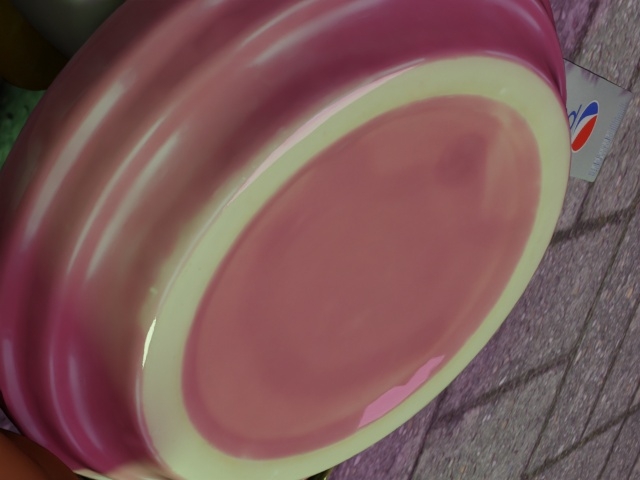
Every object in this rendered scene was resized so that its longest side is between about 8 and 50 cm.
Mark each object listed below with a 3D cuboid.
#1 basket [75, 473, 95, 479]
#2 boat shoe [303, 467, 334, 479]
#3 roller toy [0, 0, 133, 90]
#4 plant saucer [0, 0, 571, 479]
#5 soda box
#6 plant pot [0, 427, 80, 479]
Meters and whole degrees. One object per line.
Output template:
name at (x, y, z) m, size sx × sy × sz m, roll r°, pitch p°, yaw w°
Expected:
basket at (-0.110, 0.295, 0.919) m, size 0.223 × 0.213 × 0.299 m, roll -15°, pitch 133°, yaw -27°
boat shoe at (-0.093, 0.258, 1.126) m, size 0.285 × 0.089 × 0.104 m, roll -61°, pitch 156°, yaw 1°
roller toy at (-0.072, -0.170, 0.682) m, size 0.191 × 0.146 × 0.209 m, roll -32°, pitch 147°, yaw -31°
plant saucer at (0.000, 0.000, 0.709) m, size 0.332 × 0.084 × 0.332 m, roll -27°, pitch 140°, yaw -25°
soda box at (0.160, -0.116, 1.225) m, size 0.286 × 0.098 × 0.091 m, roll 5°, pitch 109°, yaw -63°
plant pot at (-0.229, 0.144, 0.579) m, size 0.291 × 0.291 × 0.203 m, roll -46°, pitch 134°, yaw -31°
